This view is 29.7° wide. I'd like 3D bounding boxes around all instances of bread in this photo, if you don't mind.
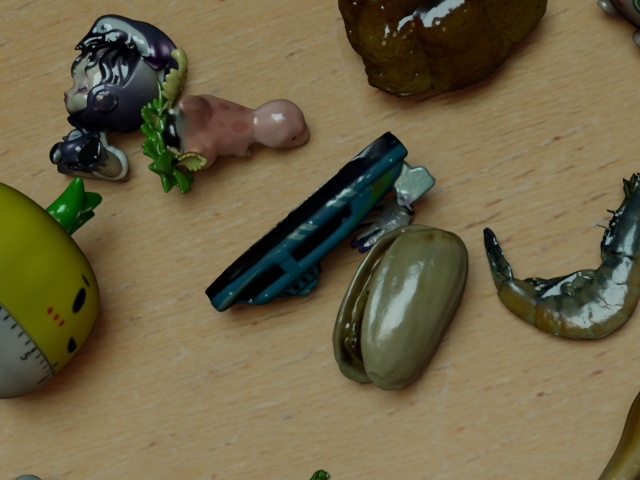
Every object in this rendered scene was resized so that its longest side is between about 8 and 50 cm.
[{"bbox_3d":[0.136,-0.299,1.523,0.247,0.135,0.232,-37,51,-1],"label":"bread"}]

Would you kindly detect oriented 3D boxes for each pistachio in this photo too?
[{"bbox_3d":[0.095,0.074,1.391,0.131,0.129,0.206,31,79,-23],"label":"pistachio"}]

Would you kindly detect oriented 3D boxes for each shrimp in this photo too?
[{"bbox_3d":[0.297,-0.017,1.410,0.198,0.051,0.262,20,77,21],"label":"shrimp"}]

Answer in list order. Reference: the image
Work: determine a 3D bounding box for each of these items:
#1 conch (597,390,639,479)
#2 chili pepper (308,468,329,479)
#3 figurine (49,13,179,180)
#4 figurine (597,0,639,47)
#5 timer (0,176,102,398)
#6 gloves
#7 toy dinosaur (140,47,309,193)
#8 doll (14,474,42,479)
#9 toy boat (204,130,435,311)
[{"bbox_3d":[0.352,0.228,1.282,0.109,0.093,0.330,40,102,8],"label":"conch"},{"bbox_3d":[-0.030,0.291,1.375,0.091,0.030,0.034,-21,39,2],"label":"chili pepper"},{"bbox_3d":[-0.266,-0.185,1.584,0.145,0.145,0.222,14,83,19],"label":"figurine"},{"bbox_3d":[0.407,-0.312,1.464,0.125,0.138,0.125,19,40,-17],"label":"figurine"},{"bbox_3d":[-0.365,0.024,1.453,0.285,0.285,0.285,-5,67,12],"label":"timer"},{"bbox_3d":[0.071,-0.020,1.482,0.086,0.026,0.064,-45,64,-1],"label":"gloves"},{"bbox_3d":[-0.126,-0.132,1.512,0.177,0.194,0.152,-21,53,29],"label":"toy dinosaur"},{"bbox_3d":[-0.295,0.359,1.370,0.336,0.105,0.200,9,70,17],"label":"doll"},{"bbox_3d":[0.000,0.000,1.431,0.299,0.134,0.092,-41,89,8],"label":"toy boat"}]
